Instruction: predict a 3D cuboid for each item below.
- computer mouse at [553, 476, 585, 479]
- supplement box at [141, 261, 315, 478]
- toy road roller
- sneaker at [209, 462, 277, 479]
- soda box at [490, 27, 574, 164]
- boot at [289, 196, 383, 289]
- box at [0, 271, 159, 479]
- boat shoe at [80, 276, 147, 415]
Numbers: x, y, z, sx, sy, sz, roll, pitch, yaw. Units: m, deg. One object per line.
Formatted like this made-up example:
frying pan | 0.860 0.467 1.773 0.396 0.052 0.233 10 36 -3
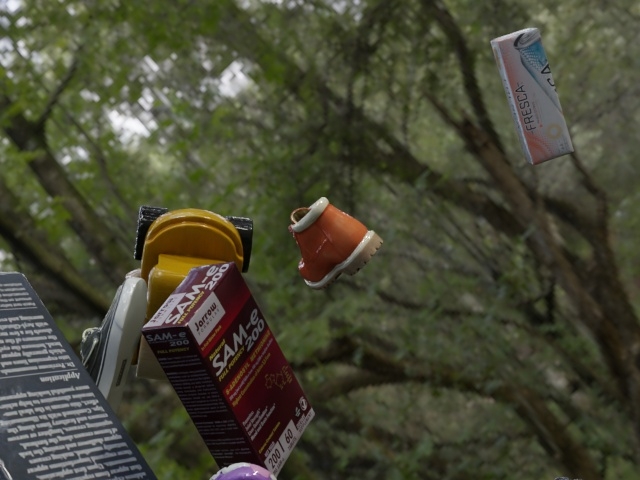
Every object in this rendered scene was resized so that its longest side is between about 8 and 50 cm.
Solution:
computer mouse | 0.267 0.252 0.839 0.072 0.272 0.189 -105 18 -66
supplement box | -0.105 0.160 1.501 0.073 0.239 0.130 -9 30 33
toy road roller | -0.224 0.108 2.069 0.240 0.202 0.330 -105 23 -69
sneaker | -0.124 0.363 1.427 0.236 0.095 0.104 -56 8 10
soda box | 0.295 -0.201 1.754 0.063 0.183 0.058 -18 10 1
boot | 0.000 0.000 1.287 0.059 0.084 0.158 -54 7 -23
box | -0.415 0.278 1.529 0.212 0.395 0.293 -1 -44 -52
boat shoe | -0.300 0.152 1.744 0.078 0.070 0.219 23 -96 -76
